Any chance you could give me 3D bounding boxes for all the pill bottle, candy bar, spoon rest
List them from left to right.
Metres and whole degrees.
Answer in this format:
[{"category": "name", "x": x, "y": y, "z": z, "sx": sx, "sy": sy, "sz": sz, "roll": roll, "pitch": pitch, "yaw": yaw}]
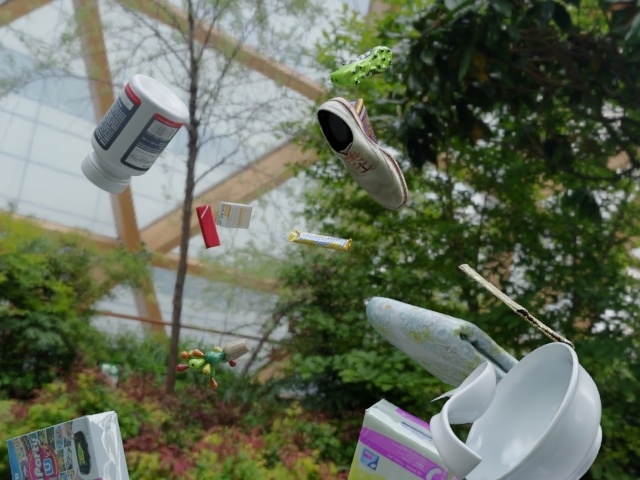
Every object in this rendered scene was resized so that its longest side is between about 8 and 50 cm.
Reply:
[{"category": "pill bottle", "x": -0.307, "y": -0.168, "z": 1.143, "sx": 0.108, "sy": 0.180, "sz": 0.108, "roll": 37, "pitch": 18, "yaw": -15}, {"category": "candy bar", "x": 0.000, "y": 0.000, "z": 1.732, "sx": 0.162, "sy": 0.040, "sz": 0.018, "roll": 10, "pitch": -38, "yaw": 16}, {"category": "spoon rest", "x": 0.243, "y": 0.292, "z": 1.207, "sx": 0.084, "sy": 0.137, "sz": 0.276, "roll": 39, "pitch": 23, "yaw": 3}]

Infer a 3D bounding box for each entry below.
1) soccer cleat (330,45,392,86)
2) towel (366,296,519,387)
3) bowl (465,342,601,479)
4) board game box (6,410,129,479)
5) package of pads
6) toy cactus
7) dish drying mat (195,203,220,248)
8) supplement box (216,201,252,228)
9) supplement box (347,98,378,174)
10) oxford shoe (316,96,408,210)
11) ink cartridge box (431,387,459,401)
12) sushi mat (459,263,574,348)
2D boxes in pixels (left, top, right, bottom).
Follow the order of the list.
[{"category": "soccer cleat", "x": 0.091, "y": -0.384, "z": 1.536, "sx": 0.072, "sy": 0.060, "sz": 0.179, "roll": 14, "pitch": 37, "yaw": 37}, {"category": "towel", "x": 0.321, "y": 0.266, "z": 1.672, "sx": 0.374, "sy": 0.090, "sz": 0.321, "roll": 39, "pitch": -18, "yaw": -30}, {"category": "bowl", "x": 0.392, "y": 0.337, "z": 1.233, "sx": 0.134, "sy": 0.298, "sz": 0.298, "roll": 36, "pitch": -13, "yaw": -1}, {"category": "board game box", "x": -0.619, "y": 0.563, "z": 1.722, "sx": 0.303, "sy": 0.224, "sz": 0.097, "roll": -22, "pitch": -14, "yaw": 27}, {"category": "package of pads", "x": 0.180, "y": 0.529, "z": 1.526, "sx": 0.229, "sy": 0.296, "sz": 0.101, "roll": 24, "pitch": 21, "yaw": 29}, {"category": "toy cactus", "x": -0.270, "y": 0.320, "z": 1.883, "sx": 0.181, "sy": 0.112, "sz": 0.219, "roll": -25, "pitch": -21, "yaw": 15}, {"category": "dish drying mat", "x": -0.217, "y": -0.027, "z": 1.361, "sx": 0.032, "sy": 0.083, "sz": 0.008, "roll": -16, "pitch": 4, "yaw": -34}, {"category": "supplement box", "x": -0.221, "y": -0.064, "z": 1.812, "sx": 0.036, "sy": 0.062, "sz": 0.098, "roll": 15, "pitch": 5, "yaw": 28}, {"category": "supplement box", "x": 0.098, "y": -0.293, "z": 1.995, "sx": 0.081, "sy": 0.104, "sz": 0.188, "roll": -3, "pitch": -47, "yaw": 25}, {"category": "oxford shoe", "x": 0.098, "y": -0.213, "z": 1.845, "sx": 0.123, "sy": 0.348, "sz": 0.130, "roll": -38, "pitch": 1, "yaw": 28}, {"category": "ink cartridge box", "x": 0.467, "y": 0.500, "z": 2.285, "sx": 0.179, "sy": 0.045, "sz": 0.145, "roll": -30, "pitch": -14, "yaw": 29}, {"category": "sushi mat", "x": 0.406, "y": 0.134, "z": 1.489, "sx": 0.151, "sy": 0.019, "sz": 0.316, "roll": 36, "pitch": 5, "yaw": -16}]
